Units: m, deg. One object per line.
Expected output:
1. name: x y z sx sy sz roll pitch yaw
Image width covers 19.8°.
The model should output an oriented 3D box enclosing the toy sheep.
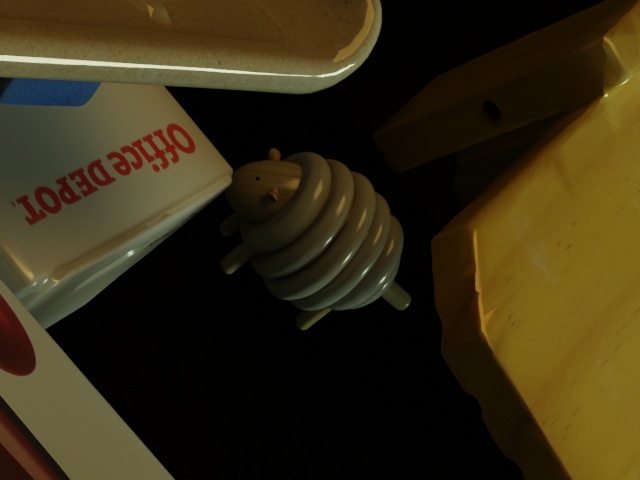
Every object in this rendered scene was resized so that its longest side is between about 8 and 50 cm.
1. toy sheep: 0.000 0.000 1.017 0.132 0.091 0.091 36 29 -30

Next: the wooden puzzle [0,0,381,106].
1. wooden puzzle: -0.185 -0.150 0.630 0.348 0.080 0.322 -9 51 -51

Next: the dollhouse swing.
1. dollhouse swing: 0.141 0.086 1.047 0.305 0.315 0.346 -38 101 -33

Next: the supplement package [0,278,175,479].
1. supplement package: -0.174 0.087 0.536 0.203 0.149 0.194 49 25 -2

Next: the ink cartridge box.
1. ink cartridge box: -0.190 -0.078 0.771 0.273 0.115 0.198 51 25 1
